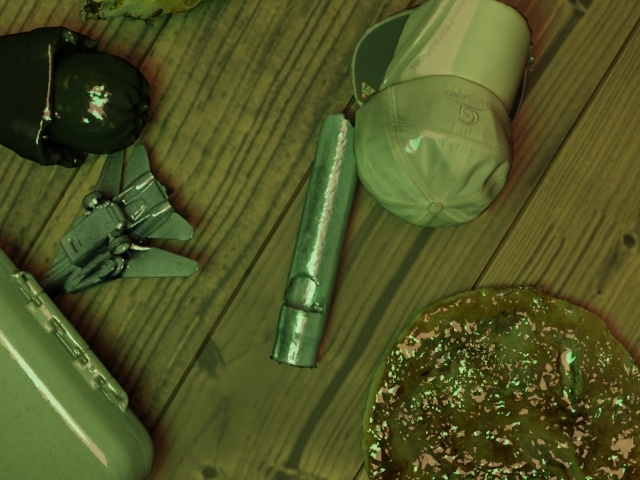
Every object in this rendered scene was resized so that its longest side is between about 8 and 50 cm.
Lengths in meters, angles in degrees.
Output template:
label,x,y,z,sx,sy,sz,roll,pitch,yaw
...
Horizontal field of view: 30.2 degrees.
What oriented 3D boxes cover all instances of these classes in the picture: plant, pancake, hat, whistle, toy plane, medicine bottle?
label,x,y,z,sx,sy,sz,roll,pitch,yaw
plant,-0.325,-0.172,1.413,0.256,0.142,0.164,12,92,13
pancake,0.228,0.220,1.442,0.356,0.065,0.356,0,94,3
hat,0.152,-0.144,1.359,0.232,0.161,0.275,16,106,-27
whistle,0.000,0.000,1.443,0.062,0.062,0.312,13,92,2
toy plane,-0.288,0.014,1.440,0.267,0.088,0.212,-34,67,5
medicine bottle,-0.385,0.193,1.409,0.282,0.123,0.375,-39,91,25

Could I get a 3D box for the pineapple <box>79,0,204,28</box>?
label,x,y,z,sx,sy,sz,roll,pitch,yaw
pineapple,-0.190,-0.435,1.306,0.352,0.352,0.300,-28,84,3
